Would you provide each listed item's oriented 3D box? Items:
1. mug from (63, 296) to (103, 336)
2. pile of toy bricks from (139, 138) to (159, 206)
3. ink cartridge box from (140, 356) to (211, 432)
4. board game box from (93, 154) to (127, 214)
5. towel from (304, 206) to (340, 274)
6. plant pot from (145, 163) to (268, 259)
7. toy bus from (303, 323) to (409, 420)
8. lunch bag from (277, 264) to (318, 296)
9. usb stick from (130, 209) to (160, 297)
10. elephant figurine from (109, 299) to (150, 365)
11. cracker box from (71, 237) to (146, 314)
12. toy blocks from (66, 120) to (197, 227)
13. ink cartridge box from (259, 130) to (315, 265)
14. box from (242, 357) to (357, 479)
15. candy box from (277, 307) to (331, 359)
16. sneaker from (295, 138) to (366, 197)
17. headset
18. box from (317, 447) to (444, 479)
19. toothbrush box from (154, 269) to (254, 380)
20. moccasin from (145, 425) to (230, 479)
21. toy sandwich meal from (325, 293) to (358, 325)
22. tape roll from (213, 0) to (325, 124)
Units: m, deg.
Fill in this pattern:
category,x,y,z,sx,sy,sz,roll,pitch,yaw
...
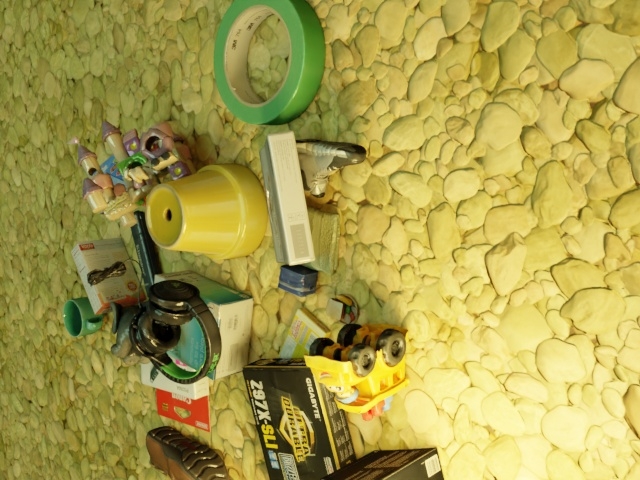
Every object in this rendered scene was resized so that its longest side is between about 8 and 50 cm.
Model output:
category,x,y,z,sx,sy,sz,roll,pitch,yaw
mug,-0.798,0.268,2.337,0.158,0.097,0.129,52,125,24
pile of toy bricks,-0.542,-0.209,2.019,0.118,0.105,0.212,9,99,18
ink cartridge box,-0.443,0.444,2.067,0.275,0.060,0.239,3,96,42
board game box,-0.648,-0.200,2.190,0.281,0.027,0.145,-26,80,41
towel,0.000,0.000,1.633,0.110,0.027,0.148,16,106,39
plant pot,-0.304,-0.070,1.756,0.254,0.239,0.254,6,99,40
toy bus,0.086,0.299,1.474,0.149,0.220,0.212,3,104,44
lunch bag,-0.052,0.101,1.666,0.098,0.067,0.065,20,109,37
usb stick,-0.538,0.045,2.110,0.077,0.045,0.278,-21,82,43
elephant figurine,-0.572,0.247,2.064,0.186,0.169,0.239,-43,43,9
cracker box,-0.672,0.109,2.164,0.067,0.155,0.232,-40,69,38
toy blocks,-0.514,-0.227,1.824,0.288,0.309,0.260,-29,80,2
ink cartridge box,-0.084,-0.093,1.633,0.261,0.066,0.296,174,86,-81
box,-0.050,0.451,1.680,0.257,0.079,0.322,-9,96,44
candy box,-0.050,0.280,1.713,0.105,0.027,0.206,40,121,32
sneaker,0.021,-0.159,1.567,0.228,0.086,0.132,18,113,50
headset,-0.428,0.203,1.770,0.394,0.185,0.243,46,122,16
box,0.114,0.527,1.440,0.184,0.261,0.103,-16,85,43
toothbrush box,-0.334,0.226,1.897,0.295,0.126,0.216,19,107,40
moccasin,-0.395,0.674,1.998,0.380,0.139,0.147,10,103,41
toy sandwich meal,0.050,0.163,1.606,0.085,0.029,0.086,6,100,41
tape roll,-0.130,-0.443,1.662,0.321,0.077,0.321,7,101,42
